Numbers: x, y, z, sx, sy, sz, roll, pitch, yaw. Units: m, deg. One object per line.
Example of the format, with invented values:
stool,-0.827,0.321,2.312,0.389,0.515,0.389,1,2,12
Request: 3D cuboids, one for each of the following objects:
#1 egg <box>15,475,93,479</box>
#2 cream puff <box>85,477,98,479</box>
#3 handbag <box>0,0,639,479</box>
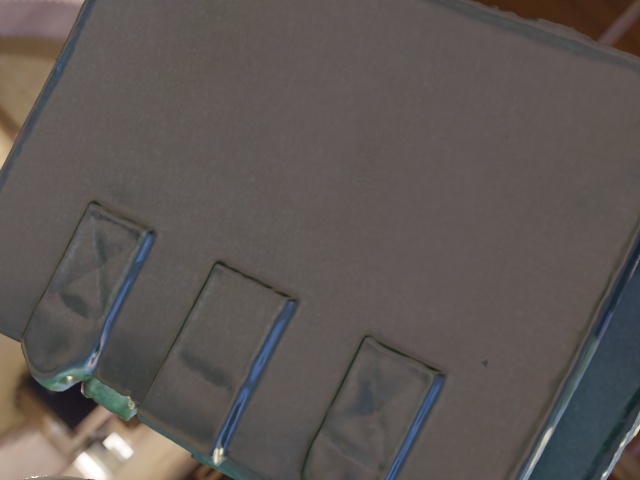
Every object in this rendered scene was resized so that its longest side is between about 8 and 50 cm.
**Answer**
egg,-0.111,0.242,0.930,0.183,0.264,0.183,-19,173,-2
cream puff,-0.182,0.273,1.750,0.149,0.149,0.084,104,8,-70
handbag,0.001,-0.001,0.864,0.238,0.326,0.089,-61,146,-4
